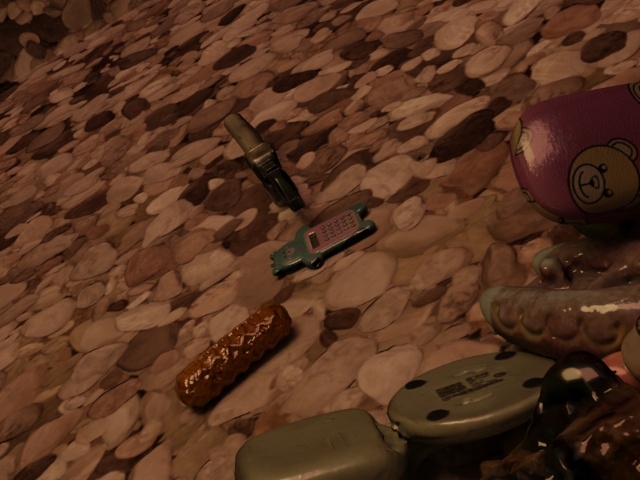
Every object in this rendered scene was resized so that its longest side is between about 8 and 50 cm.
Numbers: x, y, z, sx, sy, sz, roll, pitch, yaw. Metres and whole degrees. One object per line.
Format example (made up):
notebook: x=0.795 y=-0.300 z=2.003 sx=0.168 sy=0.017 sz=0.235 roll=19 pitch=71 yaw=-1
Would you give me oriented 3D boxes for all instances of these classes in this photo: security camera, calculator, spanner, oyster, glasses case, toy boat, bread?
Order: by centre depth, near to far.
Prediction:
oyster: x=0.091 y=0.228 z=0.802 sx=0.361 sy=0.096 sz=0.221 roll=-42 pitch=15 yaw=13
security camera: x=0.072 y=0.177 z=1.002 sx=0.301 sy=0.080 sz=0.157 roll=-20 pitch=11 yaw=-5
toy boat: x=0.249 y=0.038 z=1.018 sx=0.155 sy=0.085 sz=0.227 roll=-29 pitch=23 yaw=-32
glasses case: x=0.329 y=-0.090 z=1.068 sx=0.316 sy=0.076 sz=0.123 roll=-10 pitch=65 yaw=-12
bread: x=-0.096 y=0.127 z=1.281 sx=0.157 sy=0.044 sz=0.052 roll=-39 pitch=31 yaw=-16
calculator: x=0.000 y=0.000 z=1.429 sx=0.141 sy=0.019 sz=0.094 roll=-28 pitch=30 yaw=4
spanner: x=-0.074 y=-0.103 z=1.590 sx=0.040 sy=0.095 sz=0.325 roll=-32 pitch=27 yaw=-3

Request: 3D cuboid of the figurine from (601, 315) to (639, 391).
figurine: x=0.251 y=0.102 z=0.870 sx=0.098 sy=0.146 sz=0.081 roll=-32 pitch=28 yaw=-1

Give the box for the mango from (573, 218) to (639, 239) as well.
mango: x=0.318 y=-0.070 z=1.162 sx=0.122 sy=0.085 sz=0.191 roll=0 pitch=42 yaw=46
